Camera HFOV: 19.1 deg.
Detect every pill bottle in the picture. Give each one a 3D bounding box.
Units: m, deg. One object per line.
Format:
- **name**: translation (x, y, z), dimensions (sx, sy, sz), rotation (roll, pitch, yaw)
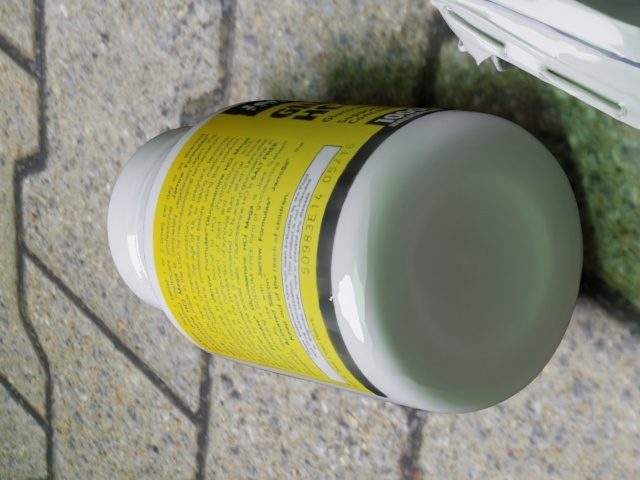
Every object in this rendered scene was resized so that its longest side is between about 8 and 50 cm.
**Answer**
- **pill bottle**: translation (0.000, 0.000, 1.276), dimensions (0.334, 0.188, 0.187), rotation (9, 122, 53)

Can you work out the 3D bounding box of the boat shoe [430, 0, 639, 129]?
- **boat shoe**: translation (0.107, -0.138, 1.098), dimensions (0.258, 0.095, 0.084), rotation (36, 137, 37)
